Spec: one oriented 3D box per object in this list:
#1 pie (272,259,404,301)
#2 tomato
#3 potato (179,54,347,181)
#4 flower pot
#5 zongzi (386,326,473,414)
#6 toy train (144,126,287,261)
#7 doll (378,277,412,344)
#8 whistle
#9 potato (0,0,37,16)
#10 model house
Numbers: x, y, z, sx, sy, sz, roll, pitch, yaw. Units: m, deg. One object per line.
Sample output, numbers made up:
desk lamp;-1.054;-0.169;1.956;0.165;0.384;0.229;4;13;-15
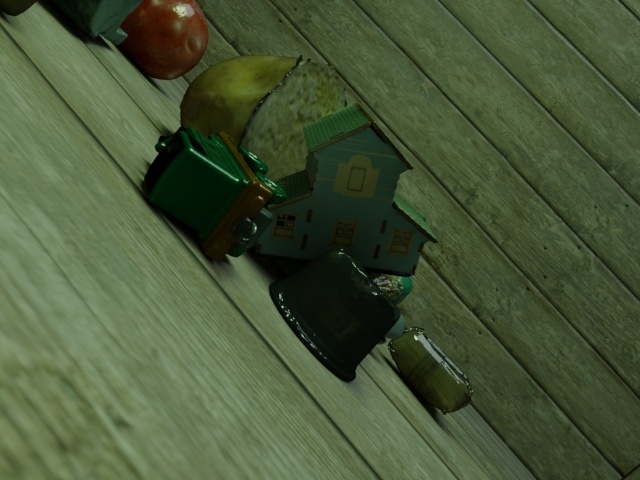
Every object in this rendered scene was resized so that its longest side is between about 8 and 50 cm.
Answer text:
pie;0.026;0.028;0.825;0.240;0.054;0.241;18;32;-12
tomato;-0.391;-0.514;1.244;0.232;0.232;0.188;48;25;-9
potato;-0.132;-0.198;0.866;0.237;0.301;0.289;25;-20;22
flower pot;0.026;0.080;0.635;0.157;0.107;0.157;49;1;-1
zongzi;0.227;0.284;1.098;0.194;0.099;0.197;49;-7;16
toy train;-0.121;-0.065;0.546;0.136;0.091;0.228;33;11;-36
doll;0.058;0.082;0.964;0.258;0.153;0.195;29;30;-26
whistle;-0.412;-0.450;0.892;0.168;0.188;0.404;42;-29;-16
potato;-0.318;-0.405;0.514;0.189;0.264;0.211;39;-9;39
model house;0.034;-0.084;0.714;0.270;0.207;0.178;9;26;-6
